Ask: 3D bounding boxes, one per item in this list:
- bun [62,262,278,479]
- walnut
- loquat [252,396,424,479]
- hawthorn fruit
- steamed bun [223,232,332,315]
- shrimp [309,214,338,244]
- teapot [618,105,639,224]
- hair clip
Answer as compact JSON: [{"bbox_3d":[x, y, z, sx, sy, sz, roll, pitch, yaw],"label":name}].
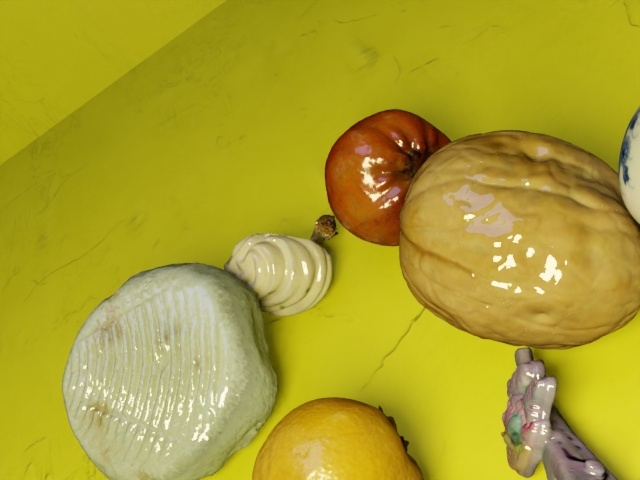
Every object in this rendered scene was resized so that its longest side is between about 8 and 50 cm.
[{"bbox_3d":[-0.224,0.208,1.291,0.355,0.194,0.354,-8,69,22],"label":"bun"},{"bbox_3d":[0.250,0.005,1.038,0.313,0.277,0.251,12,83,8],"label":"walnut"},{"bbox_3d":[0.023,0.286,0.981,0.208,0.208,0.208,-25,36,20],"label":"loquat"},{"bbox_3d":[0.103,-0.089,1.357,0.224,0.224,0.261,-51,11,-18],"label":"hawthorn fruit"},{"bbox_3d":[-0.072,0.063,1.378,0.183,0.183,0.106,-13,62,33],"label":"steamed bun"},{"bbox_3d":[-0.007,-0.005,1.441,0.095,0.045,0.162,-45,1,-6],"label":"shrimp"},{"bbox_3d":[0.443,-0.046,0.880,0.253,0.279,0.424,4,14,23],"label":"teapot"},{"bbox_3d":[0.256,0.218,0.927,0.090,0.137,0.278,-6,31,-16],"label":"hair clip"}]
